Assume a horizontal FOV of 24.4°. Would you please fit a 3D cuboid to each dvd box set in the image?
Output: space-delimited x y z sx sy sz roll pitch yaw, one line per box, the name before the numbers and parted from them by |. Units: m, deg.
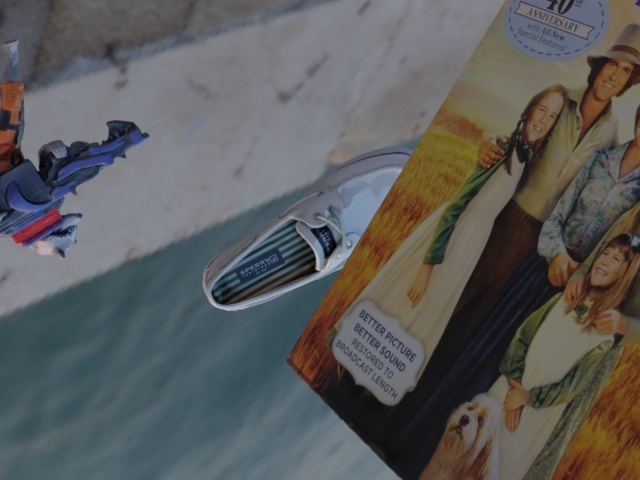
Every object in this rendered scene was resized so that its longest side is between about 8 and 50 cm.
dvd box set | 0.171 -0.030 0.853 0.062 0.307 0.420 27 98 -36

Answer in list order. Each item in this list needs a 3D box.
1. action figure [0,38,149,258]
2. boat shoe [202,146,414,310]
action figure | -0.438 -0.134 2.244 0.341 0.330 0.178 -24 -170 -7
boat shoe | 0.000 0.000 1.289 0.226 0.083 0.076 -35 -170 5
